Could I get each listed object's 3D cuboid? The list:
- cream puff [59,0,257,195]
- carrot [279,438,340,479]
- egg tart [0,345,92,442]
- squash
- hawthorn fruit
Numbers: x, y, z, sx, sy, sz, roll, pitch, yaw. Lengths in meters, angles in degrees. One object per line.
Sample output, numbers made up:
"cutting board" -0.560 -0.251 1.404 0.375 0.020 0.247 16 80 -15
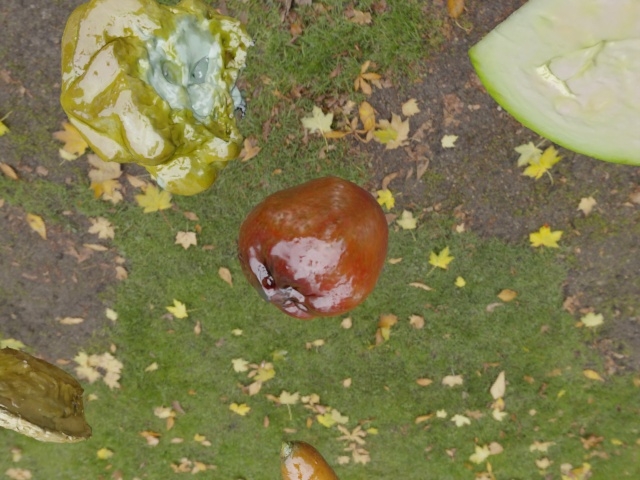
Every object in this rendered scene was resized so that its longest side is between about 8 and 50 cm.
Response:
"cream puff" -0.271 -0.242 0.676 0.270 0.323 0.274 12 161 -29
"carrot" 0.018 0.381 0.568 0.062 0.066 0.271 -28 101 -7
"egg tart" -0.243 0.126 0.342 0.129 0.049 0.128 20 153 11
"squash" 0.314 -0.234 0.315 0.210 0.234 0.308 35 82 -10
"hawthorn fruit" -0.001 0.014 0.814 0.312 0.295 0.294 -24 131 -16
